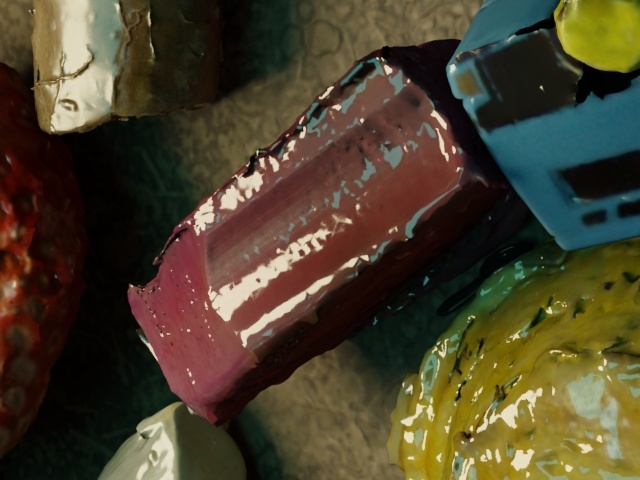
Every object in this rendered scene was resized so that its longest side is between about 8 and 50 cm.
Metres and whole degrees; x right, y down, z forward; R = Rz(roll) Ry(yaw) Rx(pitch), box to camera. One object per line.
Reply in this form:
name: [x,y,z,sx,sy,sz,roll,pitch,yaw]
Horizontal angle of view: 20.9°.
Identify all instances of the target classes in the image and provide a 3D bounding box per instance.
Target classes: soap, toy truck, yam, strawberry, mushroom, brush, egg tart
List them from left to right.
strawberry: [-0.305,0.040,1.193,0.312,0.267,0.351,-17,68,31]
mushroom: [-0.137,0.265,1.223,0.109,0.097,0.351,35,119,24]
yam: [-0.124,-0.188,1.133,0.128,0.129,0.238,2,97,4]
soap: [0.000,0.000,1.038,0.289,0.182,0.112,-37,76,27]
brush: [0.099,0.025,1.067,0.083,0.024,0.008,-40,39,37]
egg tart: [0.178,0.140,0.955,0.341,0.132,0.341,4,97,34]
toy truck: [0.258,-0.122,0.840,0.385,0.161,0.162,-16,117,35]
